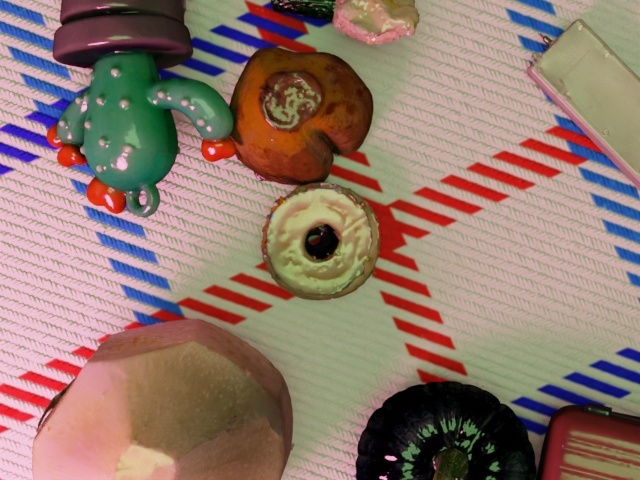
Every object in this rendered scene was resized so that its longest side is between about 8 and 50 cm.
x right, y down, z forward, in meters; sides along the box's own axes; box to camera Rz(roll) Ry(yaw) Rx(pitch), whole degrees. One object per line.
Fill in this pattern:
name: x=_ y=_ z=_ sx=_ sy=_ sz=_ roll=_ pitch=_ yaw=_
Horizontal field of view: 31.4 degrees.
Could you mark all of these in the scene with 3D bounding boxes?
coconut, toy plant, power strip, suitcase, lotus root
coconut: x=-0.200 y=0.272 z=1.472 sx=0.353 sy=0.352 sz=0.352 roll=0 pitch=92 yaw=-1
toy plant: x=-0.253 y=-0.231 z=1.529 sx=0.280 sy=0.185 sz=0.400 roll=-1 pitch=86 yaw=3
power strip: x=0.439 y=-0.165 z=1.614 sx=0.106 sy=0.043 sz=0.367 roll=-45 pitch=92 yaw=0
suitcase: x=0.439 y=0.358 z=1.538 sx=0.297 sy=0.161 sz=0.236 roll=12 pitch=88 yaw=15
lotus root: x=-0.025 y=-0.173 z=1.543 sx=0.199 sy=0.180 sz=0.188 roll=8 pitch=88 yaw=-2

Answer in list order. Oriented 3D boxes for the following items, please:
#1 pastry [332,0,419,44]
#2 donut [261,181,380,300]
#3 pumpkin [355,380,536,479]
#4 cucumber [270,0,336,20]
pastry: x=0.080 y=-0.359 z=1.534 sx=0.122 sy=0.089 sz=0.258 roll=4 pitch=60 yaw=-1
donut: x=0.000 y=0.000 z=1.596 sx=0.175 sy=0.068 sz=0.174 roll=-1 pitch=98 yaw=-5
pumpkin: x=0.171 y=0.308 z=1.525 sx=0.248 sy=0.248 sz=0.247 roll=0 pitch=92 yaw=-1
cucumber: x=0.023 y=-0.334 z=1.596 sx=0.187 sy=0.058 sz=0.058 roll=11 pitch=91 yaw=-2
